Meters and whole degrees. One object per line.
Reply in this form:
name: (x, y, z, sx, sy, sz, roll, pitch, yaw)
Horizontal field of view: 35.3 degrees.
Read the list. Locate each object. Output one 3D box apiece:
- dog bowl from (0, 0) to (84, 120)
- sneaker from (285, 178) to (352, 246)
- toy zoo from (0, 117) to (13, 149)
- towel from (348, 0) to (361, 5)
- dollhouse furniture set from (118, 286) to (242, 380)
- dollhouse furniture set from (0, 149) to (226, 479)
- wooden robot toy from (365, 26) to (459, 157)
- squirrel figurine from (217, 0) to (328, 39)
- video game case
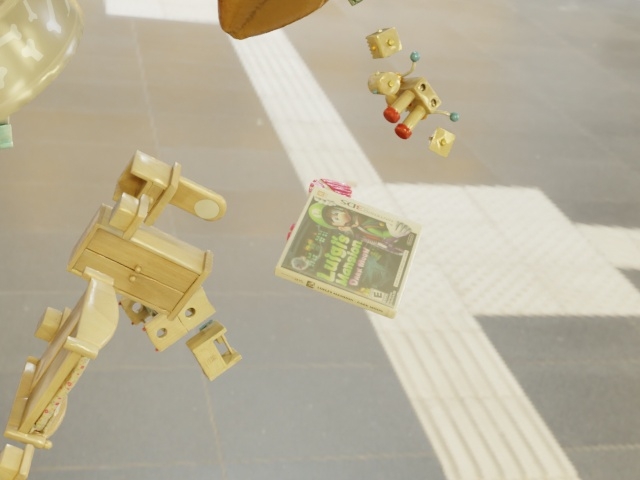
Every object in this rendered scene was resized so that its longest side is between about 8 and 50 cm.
dog bowl: (-0.474, -0.256, 1.235, 0.348, 0.102, 0.349, -9, 45, 10)
sneaker: (0.000, 0.000, 1.840, 0.103, 0.111, 0.252, 14, 41, 8)
toy zoo: (-0.527, -0.281, 1.566, 0.030, 0.293, 0.192, -13, -7, -23)
towel: (0.078, -0.622, 1.758, 0.370, 0.271, 0.040, 59, 5, 15)
dollhouse furniture set: (-0.261, 0.166, 1.862, 0.129, 0.184, 0.129, -35, 35, -16)
dollhouse furniture set: (-0.244, 0.118, 1.278, 0.173, 0.303, 0.356, 26, 35, -20)
wooden robot toy: (0.092, -0.170, 1.198, 0.076, 0.173, 0.079, -45, 26, -14)
squirrel figurine: (0.004, -0.473, 1.055, 0.397, 0.281, 0.371, -10, 53, 35)
video game case: (0.044, 0.012, 1.403, 0.173, 0.022, 0.190, 20, 43, 3)
